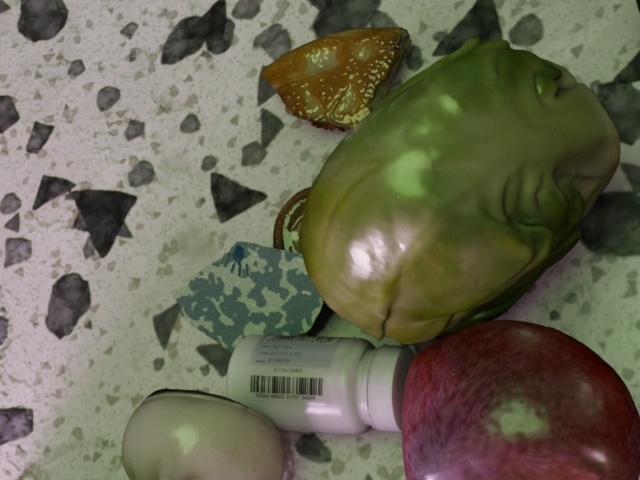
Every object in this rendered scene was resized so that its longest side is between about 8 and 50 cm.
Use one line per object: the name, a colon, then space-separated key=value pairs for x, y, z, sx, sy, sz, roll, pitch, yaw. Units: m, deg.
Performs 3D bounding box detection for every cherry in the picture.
cherry: x=0.183 y=0.184 z=1.106 sx=0.206 sy=0.239 sz=0.239 roll=12 pitch=73 yaw=-5

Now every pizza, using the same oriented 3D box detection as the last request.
pizza: x=0.032 y=-0.181 z=1.397 sx=0.182 sy=0.062 sz=0.161 roll=-24 pitch=56 yaw=8

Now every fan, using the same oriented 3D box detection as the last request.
fan: x=-0.079 y=0.065 z=1.333 sx=0.240 sy=0.009 sz=0.131 roll=-11 pitch=90 yaw=38

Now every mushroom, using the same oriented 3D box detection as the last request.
mushroom: x=0.005 y=0.001 z=1.320 sx=0.109 sy=0.085 sz=0.126 roll=6 pitch=87 yaw=45

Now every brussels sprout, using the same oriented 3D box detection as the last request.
brussels sprout: x=0.127 y=-0.038 z=1.169 sx=0.328 sy=0.328 sz=0.247 roll=-33 pitch=85 yaw=9

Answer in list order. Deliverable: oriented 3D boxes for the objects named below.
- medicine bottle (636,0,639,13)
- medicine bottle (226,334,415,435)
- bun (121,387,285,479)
medicine bottle: x=0.383 y=-0.273 z=1.199 sx=0.132 sy=0.188 sz=0.088 roll=-22 pitch=63 yaw=14
medicine bottle: x=0.003 y=0.152 z=1.249 sx=0.187 sy=0.103 sz=0.102 roll=-1 pitch=70 yaw=24
bun: x=-0.126 y=0.236 z=1.229 sx=0.173 sy=0.173 sz=0.119 roll=1 pitch=55 yaw=24
